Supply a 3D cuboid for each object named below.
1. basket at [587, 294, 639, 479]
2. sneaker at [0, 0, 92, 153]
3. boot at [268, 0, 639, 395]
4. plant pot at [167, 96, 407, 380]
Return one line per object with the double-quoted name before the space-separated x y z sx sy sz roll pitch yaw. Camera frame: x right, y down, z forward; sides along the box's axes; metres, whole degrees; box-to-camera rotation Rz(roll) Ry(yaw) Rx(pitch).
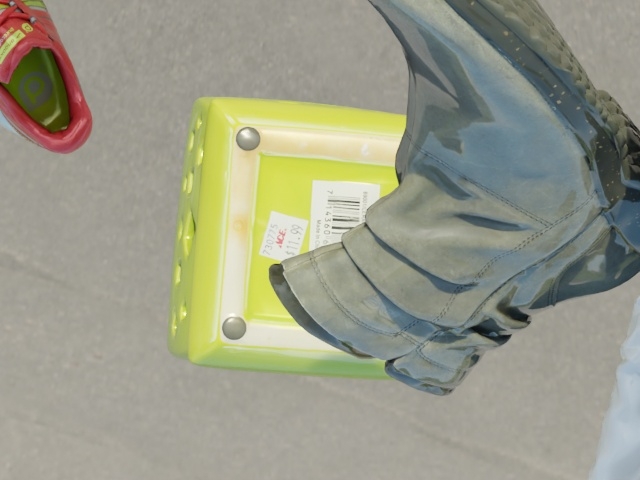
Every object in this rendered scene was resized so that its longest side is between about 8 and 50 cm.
"basket" 0.381 0.070 0.746 0.328 0.266 0.331 18 100 26
"sneaker" -0.271 -0.192 1.025 0.107 0.118 0.279 -38 125 -11
"boot" 0.041 -0.017 0.478 0.161 0.083 0.246 -35 135 17
"plant pot" 0.000 0.000 0.946 0.227 0.207 0.228 5 90 -7
